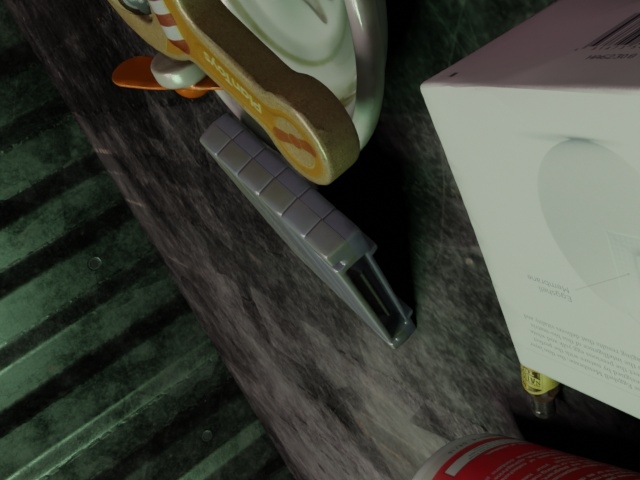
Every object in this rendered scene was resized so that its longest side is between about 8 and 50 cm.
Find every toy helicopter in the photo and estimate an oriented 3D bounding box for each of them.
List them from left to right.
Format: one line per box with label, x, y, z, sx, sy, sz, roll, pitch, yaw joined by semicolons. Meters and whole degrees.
toy helicopter;-0.102;-0.164;0.584;0.355;0.140;0.235;46;160;18

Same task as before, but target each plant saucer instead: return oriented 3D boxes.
plant saucer;-0.052;-0.261;0.655;0.400;0.101;0.400;46;159;23

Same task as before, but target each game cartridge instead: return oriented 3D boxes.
game cartridge;0.000;0.000;0.884;0.230;0.068;0.355;48;177;28

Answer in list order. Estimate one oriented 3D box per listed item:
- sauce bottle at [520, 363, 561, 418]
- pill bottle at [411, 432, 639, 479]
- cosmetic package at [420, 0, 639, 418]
sauce bottle;0.226;0.136;0.731;0.042;0.042;0.128;34;151;46
pill bottle;0.258;0.329;0.689;0.229;0.229;0.408;57;160;-6
cosmetic package;0.205;-0.013;0.394;0.224;0.138;0.224;22;141;57
